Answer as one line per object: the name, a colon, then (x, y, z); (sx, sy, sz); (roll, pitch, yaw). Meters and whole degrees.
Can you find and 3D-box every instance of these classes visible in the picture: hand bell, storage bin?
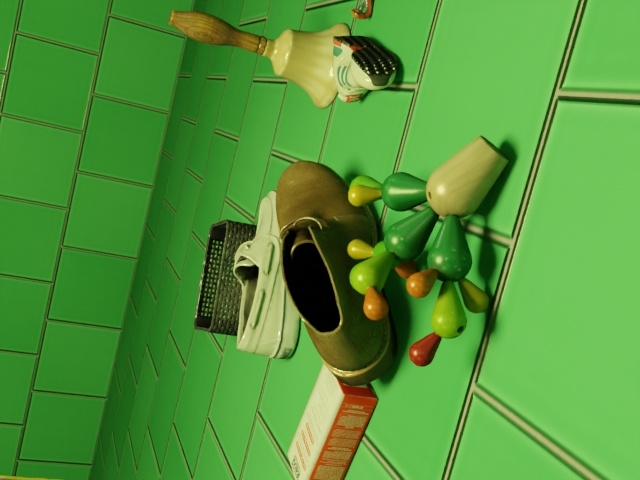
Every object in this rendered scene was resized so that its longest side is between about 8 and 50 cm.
hand bell: (-0.092, -0.275, 1.052); (0.126, 0.241, 0.126); (-169, 90, -68)
storage bin: (-0.141, 0.064, 1.226); (0.122, 0.084, 0.180); (170, 108, -67)

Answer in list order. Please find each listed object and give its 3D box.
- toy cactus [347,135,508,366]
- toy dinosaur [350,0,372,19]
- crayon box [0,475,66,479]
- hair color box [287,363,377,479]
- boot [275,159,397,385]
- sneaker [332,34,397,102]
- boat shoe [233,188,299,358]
toy cactus: (0.100, -0.009, 0.672); (0.180, 0.112, 0.219); (-48, 30, 20)
toy dinosaur: (0.057, -0.336, 0.990); (0.090, 0.047, 0.082); (-36, 65, 46)
crayon box: (-0.071, 0.306, 0.546); (0.106, 0.362, 0.313); (-102, 31, -45)
hair color box: (0.010, 0.207, 0.829); (0.072, 0.043, 0.141); (-118, 45, -58)
boot: (0.000, 0.000, 0.814); (0.112, 0.115, 0.305); (-28, 46, 11)
sneaker: (0.052, -0.201, 0.930); (0.161, 0.057, 0.075); (-118, 27, -56)
boat shoe: (-0.083, 0.039, 1.085); (0.096, 0.088, 0.268); (137, 139, -57)
